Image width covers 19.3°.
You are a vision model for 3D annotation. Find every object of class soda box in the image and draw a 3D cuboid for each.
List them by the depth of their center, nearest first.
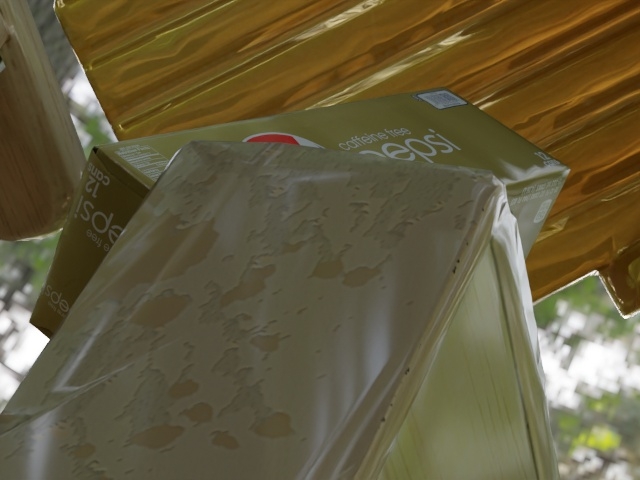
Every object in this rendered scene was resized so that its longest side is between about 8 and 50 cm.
[{"bbox_3d":[0.000,0.000,0.571,0.058,0.181,0.061,36,-62,25],"label":"soda box"}]

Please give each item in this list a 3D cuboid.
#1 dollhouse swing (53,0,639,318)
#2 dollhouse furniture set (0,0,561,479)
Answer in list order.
[{"bbox_3d":[0.066,-0.126,0.887,0.347,0.305,0.315,63,-18,10],"label":"dollhouse swing"},{"bbox_3d":[-0.145,0.105,0.463,0.394,0.362,0.256,7,-44,24],"label":"dollhouse furniture set"}]
